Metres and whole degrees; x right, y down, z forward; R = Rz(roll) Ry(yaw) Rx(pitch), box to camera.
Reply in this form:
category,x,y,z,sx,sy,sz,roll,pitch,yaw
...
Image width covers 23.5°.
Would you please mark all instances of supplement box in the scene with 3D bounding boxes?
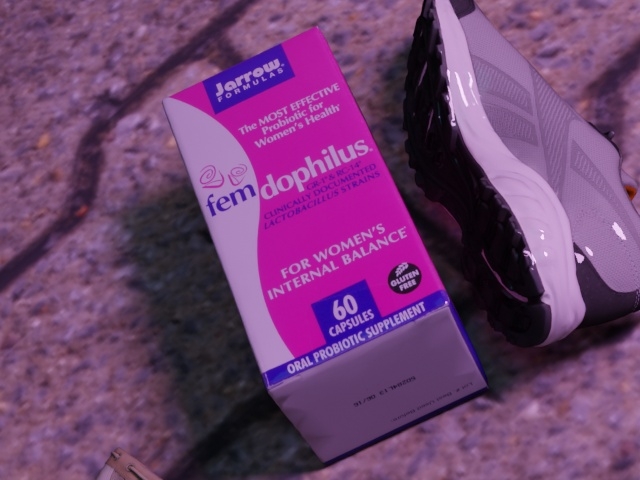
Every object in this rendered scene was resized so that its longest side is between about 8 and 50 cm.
category,x,y,z,sx,sy,sz,roll,pitch,yaw
supplement box,0.000,0.000,0.913,0.111,0.114,0.220,-26,54,3

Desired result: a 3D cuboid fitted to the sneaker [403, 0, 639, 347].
category,x,y,z,sx,sy,sz,roll,pitch,yaw
sneaker,0.121,-0.052,0.926,0.108,0.100,0.272,-9,52,-16

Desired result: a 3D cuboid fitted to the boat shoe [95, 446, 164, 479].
category,x,y,z,sx,sy,sz,roll,pitch,yaw
boat shoe,-0.067,0.159,0.877,0.153,0.056,0.048,11,69,32
